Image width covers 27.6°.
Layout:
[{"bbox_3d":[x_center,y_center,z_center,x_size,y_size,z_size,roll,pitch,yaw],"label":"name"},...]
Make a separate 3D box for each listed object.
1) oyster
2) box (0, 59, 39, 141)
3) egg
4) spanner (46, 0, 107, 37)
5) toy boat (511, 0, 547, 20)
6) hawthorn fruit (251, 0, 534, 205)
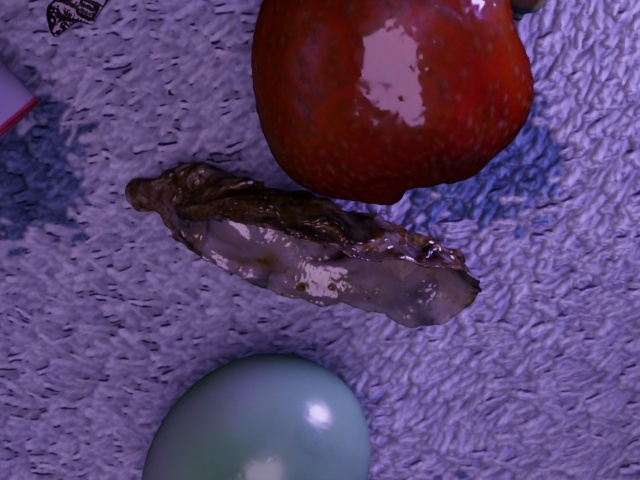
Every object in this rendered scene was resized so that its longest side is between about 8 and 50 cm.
[{"bbox_3d":[-0.007,-0.010,1.340,0.396,0.204,0.111,18,73,-7],"label":"oyster"},{"bbox_3d":[-0.507,-0.107,1.215,0.314,0.300,0.312,-37,103,24],"label":"box"},{"bbox_3d":[-0.071,0.243,1.380,0.220,0.220,0.270,44,99,-11],"label":"egg"},{"bbox_3d":[-0.204,-0.284,1.346,0.208,0.012,0.046,-41,101,10],"label":"spanner"},{"bbox_3d":[0.254,-0.358,1.291,0.099,0.108,0.293,31,99,-43],"label":"toy boat"},{"bbox_3d":[0.067,-0.174,1.245,0.275,0.275,0.299,-1,122,0],"label":"hawthorn fruit"}]
